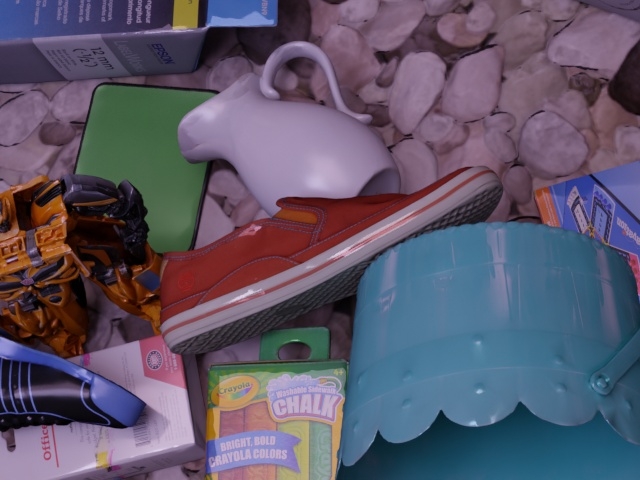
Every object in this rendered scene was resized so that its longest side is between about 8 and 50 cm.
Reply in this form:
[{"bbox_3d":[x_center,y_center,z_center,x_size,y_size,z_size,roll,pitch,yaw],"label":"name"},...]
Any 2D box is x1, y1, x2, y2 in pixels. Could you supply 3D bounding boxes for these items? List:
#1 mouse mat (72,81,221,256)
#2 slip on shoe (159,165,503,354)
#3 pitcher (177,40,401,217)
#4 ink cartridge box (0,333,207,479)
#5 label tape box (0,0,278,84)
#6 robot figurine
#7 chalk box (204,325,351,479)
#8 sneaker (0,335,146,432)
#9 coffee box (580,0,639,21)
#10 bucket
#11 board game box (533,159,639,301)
[{"bbox_3d":[-0.188,-0.076,1.369,0.152,0.007,0.190,6,74,15],"label":"mouse mat"},{"bbox_3d":[0.000,0.000,1.149,0.331,0.123,0.101,-22,73,14],"label":"slip on shoe"},{"bbox_3d":[-0.010,-0.101,1.279,0.207,0.125,0.178,33,76,29],"label":"pitcher"},{"bbox_3d":[-0.214,0.172,1.258,0.198,0.067,0.115,-14,69,6],"label":"ink cartridge box"},{"bbox_3d":[-0.199,-0.306,1.395,0.347,0.115,0.249,-1,72,10],"label":"label tape box"},{"bbox_3d":[-0.236,0.029,1.190,0.211,0.291,0.085,-19,68,7],"label":"robot figurine"},{"bbox_3d":[-0.025,0.178,1.177,0.132,0.132,0.213,-5,71,11],"label":"chalk box"},{"bbox_3d":[-0.277,0.143,1.200,0.232,0.081,0.090,18,78,15],"label":"sneaker"},{"bbox_3d":[0.368,-0.294,1.255,0.297,0.119,0.168,23,79,19],"label":"coffee box"},{"bbox_3d":[0.148,0.123,1.069,0.281,0.281,0.183,-4,58,12],"label":"bucket"},{"bbox_3d":[0.303,0.064,1.199,0.145,0.027,0.281,-15,69,6],"label":"board game box"}]
